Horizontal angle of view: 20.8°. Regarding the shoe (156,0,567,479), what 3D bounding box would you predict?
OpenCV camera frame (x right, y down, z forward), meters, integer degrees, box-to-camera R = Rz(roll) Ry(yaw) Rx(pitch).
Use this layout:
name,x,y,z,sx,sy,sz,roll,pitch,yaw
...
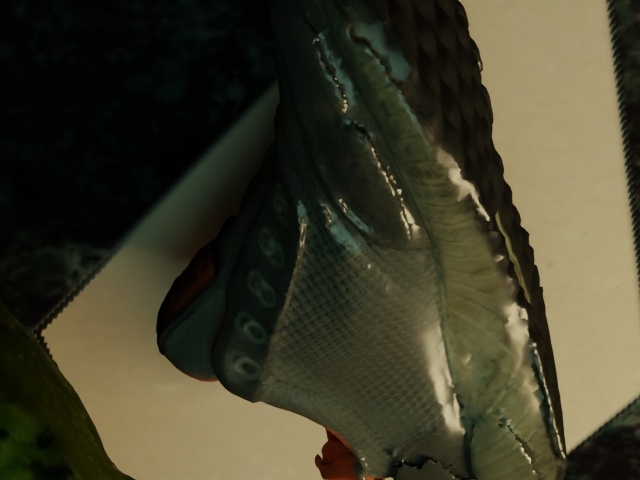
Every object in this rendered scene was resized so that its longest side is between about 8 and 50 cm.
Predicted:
name,x,y,z,sx,sy,sz,roll,pitch,yaw
shoe,0.000,0.000,0.772,0.171,0.132,0.336,-12,135,12

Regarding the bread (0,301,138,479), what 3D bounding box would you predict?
name,x,y,z,sx,sy,sz,roll,pitch,yaw
bread,-0.248,0.189,0.797,0.381,0.129,0.366,0,103,14
